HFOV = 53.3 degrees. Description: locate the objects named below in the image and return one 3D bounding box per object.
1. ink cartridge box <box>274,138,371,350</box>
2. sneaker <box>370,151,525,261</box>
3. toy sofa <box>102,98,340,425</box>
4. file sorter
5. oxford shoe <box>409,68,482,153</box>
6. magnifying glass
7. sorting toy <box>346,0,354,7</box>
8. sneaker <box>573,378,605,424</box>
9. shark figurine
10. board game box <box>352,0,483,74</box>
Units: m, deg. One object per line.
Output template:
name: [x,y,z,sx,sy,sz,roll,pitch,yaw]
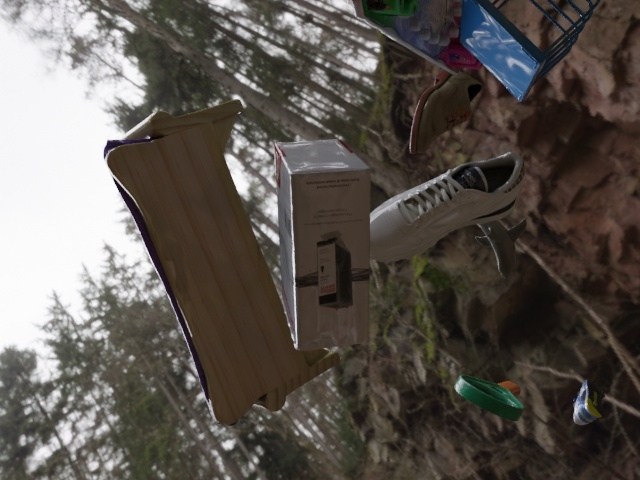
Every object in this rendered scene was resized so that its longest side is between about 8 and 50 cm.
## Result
ink cartridge box: [0.000,0.000,0.483,0.056,0.099,0.135,-5,-68,-9]
sneaker: [0.152,-0.050,0.828,0.235,0.090,0.095,-25,-20,-6]
toy sofa: [-0.138,0.029,0.773,0.177,0.150,0.362,-27,-80,-32]
file sorter: [0.246,-0.261,0.762,0.104,0.118,0.170,-42,-8,7]
oxford shoe: [0.344,-0.356,1.743,0.348,0.130,0.123,-58,-22,-32]
magnifying glass: [0.252,0.217,0.903,0.026,0.092,0.231,-65,-27,2]
sorting toy: [0.115,-0.584,1.500,0.038,0.208,0.193,-45,-21,-1]
sneaker: [0.587,0.355,1.407,0.059,0.053,0.144,-56,-14,30]
shark figurine: [0.444,-0.030,1.753,0.166,0.278,0.116,-57,-14,27]
board game box: [0.170,-0.431,0.789,0.390,0.050,0.389,-8,-71,-63]
